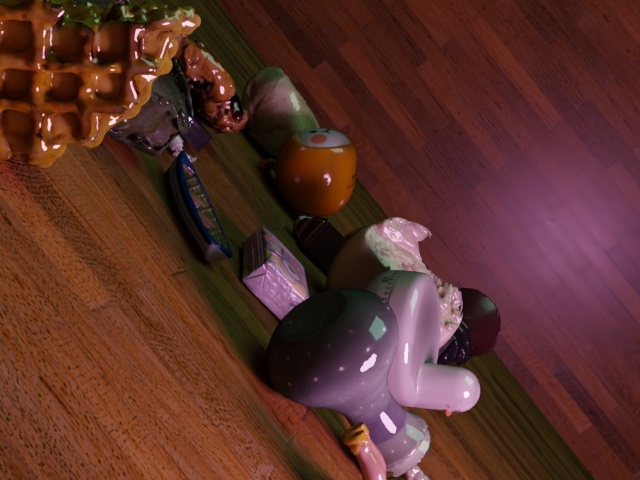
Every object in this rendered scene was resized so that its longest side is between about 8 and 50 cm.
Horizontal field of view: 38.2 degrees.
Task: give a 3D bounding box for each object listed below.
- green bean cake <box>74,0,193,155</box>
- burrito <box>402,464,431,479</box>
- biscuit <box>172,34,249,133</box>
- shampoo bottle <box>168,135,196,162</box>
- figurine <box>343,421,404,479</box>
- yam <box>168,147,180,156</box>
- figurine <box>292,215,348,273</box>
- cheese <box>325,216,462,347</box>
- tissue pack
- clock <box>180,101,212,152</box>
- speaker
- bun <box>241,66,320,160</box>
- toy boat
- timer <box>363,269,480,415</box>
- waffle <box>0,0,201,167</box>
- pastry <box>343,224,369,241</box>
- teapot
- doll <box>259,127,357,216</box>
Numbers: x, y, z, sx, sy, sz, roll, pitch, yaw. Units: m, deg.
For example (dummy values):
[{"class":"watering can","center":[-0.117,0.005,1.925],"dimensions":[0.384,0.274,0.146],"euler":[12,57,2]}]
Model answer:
[{"class":"green bean cake","center":[-0.308,-0.256,1.308],"dimensions":[0.241,0.132,0.255],"euler":[37,20,-53]},{"class":"burrito","center":[0.118,0.330,1.396],"dimensions":[0.185,0.041,0.045],"euler":[52,-32,8]},{"class":"biscuit","center":[-0.253,-0.311,1.743],"dimensions":[0.289,0.081,0.334],"euler":[49,-8,-10]},{"class":"shampoo bottle","center":[-0.269,-0.203,1.493],"dimensions":[0.195,0.056,0.056],"euler":[52,10,2]},{"class":"figurine","center":[0.089,0.326,1.054],"dimensions":[0.240,0.116,0.175],"euler":[51,10,0]},{"class":"yam","center":[-0.263,-0.185,1.557],"dimensions":[0.116,0.021,0.021],"euler":[56,11,31]},{"class":"figurine","center":[-0.001,0.000,1.936],"dimensions":[0.154,0.082,0.098],"euler":[45,-2,-28]},{"class":"cheese","center":[0.140,0.100,1.755],"dimensions":[0.266,0.233,0.127],"euler":[52,33,6]},{"class":"tissue pack","center":[-0.071,0.053,1.461],"dimensions":[0.109,0.060,0.148],"euler":[49,11,-21]},{"class":"clock","center":[-0.259,-0.235,1.612],"dimensions":[0.184,0.040,0.184],"euler":[50,0,0]},{"class":"speaker","center":[0.323,0.198,2.386],"dimensions":[0.329,0.198,0.259],"euler":[1,64,-66]},{"class":"bun","center":[-0.105,-0.295,2.270],"dimensions":[0.259,0.160,0.259],"euler":[57,-5,8]},{"class":"toy boat","center":[-0.187,-0.053,1.362],"dimensions":[0.080,0.046,0.229],"euler":[39,16,-47]},{"class":"timer","center":[0.156,0.169,1.554],"dimensions":[0.233,0.240,0.234],"euler":[4,90,-70]},{"class":"waffle","center":[-0.302,-0.242,0.913],"dimensions":[0.324,0.261,0.151],"euler":[50,2,-22]},{"class":"pastry","center":[0.119,0.067,2.052],"dimensions":[0.229,0.100,0.218],"euler":[72,-4,-45]},{"class":"teapot","center":[0.049,0.194,1.227],"dimensions":[0.251,0.183,0.183],"euler":[60,6,-22]},{"class":"doll","center":[-0.036,-0.156,2.082],"dimensions":[0.213,0.236,0.213],"euler":[6,90,-76]}]
